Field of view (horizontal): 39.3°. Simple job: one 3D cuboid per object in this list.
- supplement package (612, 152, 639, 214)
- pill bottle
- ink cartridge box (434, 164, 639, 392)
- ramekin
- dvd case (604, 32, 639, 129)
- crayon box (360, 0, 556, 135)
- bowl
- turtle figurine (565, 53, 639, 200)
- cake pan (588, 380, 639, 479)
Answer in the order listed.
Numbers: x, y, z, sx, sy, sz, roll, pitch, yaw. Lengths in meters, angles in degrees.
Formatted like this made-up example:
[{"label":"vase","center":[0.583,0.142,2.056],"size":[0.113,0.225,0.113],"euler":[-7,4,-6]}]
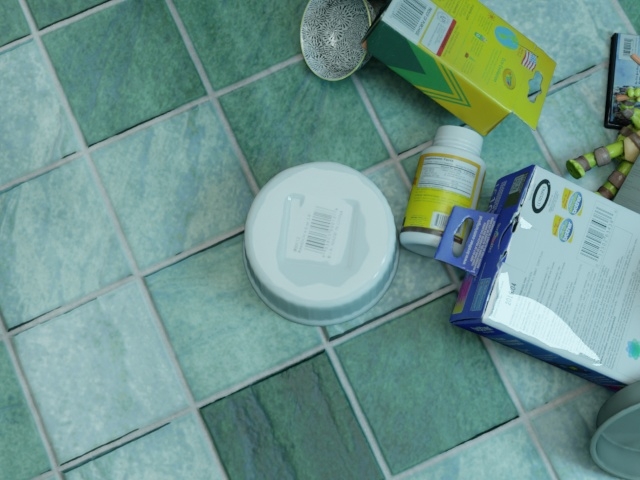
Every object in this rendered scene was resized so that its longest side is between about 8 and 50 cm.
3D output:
[{"label":"supplement package","center":[0.588,-0.110,1.476],"size":[0.105,0.105,0.179],"euler":[24,100,-15]},{"label":"pill bottle","center":[0.214,-0.082,1.531],"size":[0.117,0.117,0.215],"euler":[15,79,4]},{"label":"ink cartridge box","center":[0.387,0.058,1.439],"size":[0.395,0.151,0.270],"euler":[24,78,-11]},{"label":"ramekin","center":[0.000,0.000,1.509],"size":[0.277,0.135,0.277],"euler":[0,79,1]},{"label":"dvd case","center":[0.644,-0.273,1.613],"size":[0.253,0.022,0.180],"euler":[8,79,2]},{"label":"crayon box","center":[0.243,-0.319,1.532],"size":[0.318,0.081,0.202],"euler":[35,51,-8]},{"label":"bowl","center":[0.050,-0.369,1.599],"size":[0.080,0.170,0.170],"euler":[-6,74,-45]},{"label":"turtle figurine","center":[0.535,-0.168,1.552],"size":[0.217,0.087,0.269],"euler":[-36,108,1]},{"label":"cake pan","center":[0.561,0.289,1.383],"size":[0.293,0.293,0.054],"euler":[1,49,1]}]
